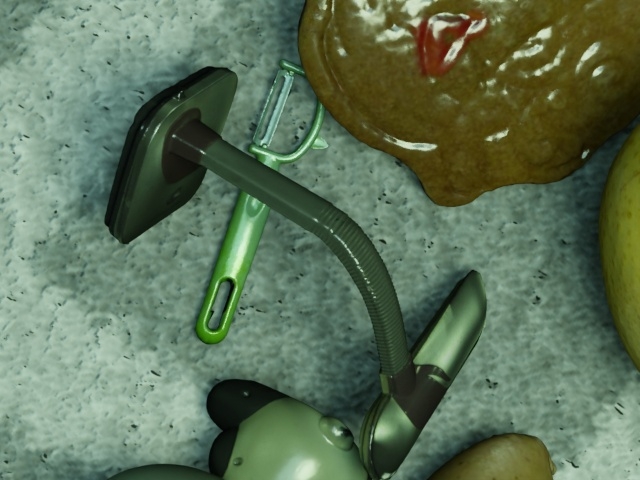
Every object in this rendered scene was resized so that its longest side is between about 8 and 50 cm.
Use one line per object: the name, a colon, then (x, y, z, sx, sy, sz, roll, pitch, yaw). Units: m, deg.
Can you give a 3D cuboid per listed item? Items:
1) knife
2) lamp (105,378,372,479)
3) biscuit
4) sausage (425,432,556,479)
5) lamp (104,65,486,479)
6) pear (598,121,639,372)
knife: (-0.040, -0.023, 1.366, 0.054, 0.015, 0.212, 20, 88, -10)
lamp: (-0.072, 0.219, 1.291, 0.197, 0.198, 0.244, 42, 63, -5)
biscuit: (0.127, -0.158, 1.326, 0.273, 0.049, 0.257, -39, 112, 5)
sausage: (0.034, 0.359, 1.315, 0.136, 0.123, 0.501, 28, 85, -50)
lamp: (0.005, -0.003, 1.301, 0.283, 0.203, 0.124, 42, 125, 3)
pear: (0.343, 0.013, 1.274, 0.314, 0.314, 0.314, 0, 90, -6)
